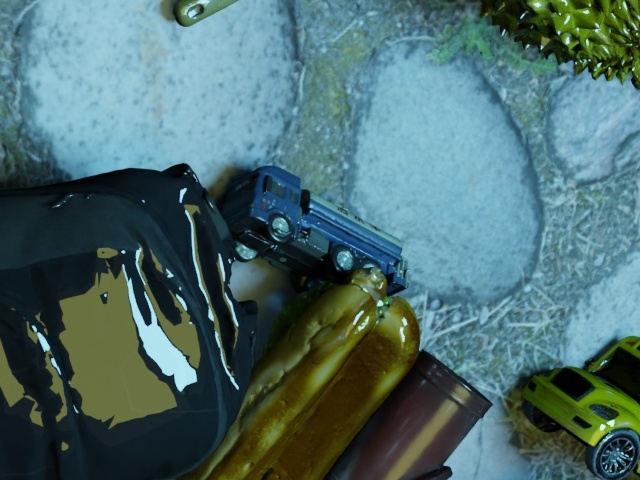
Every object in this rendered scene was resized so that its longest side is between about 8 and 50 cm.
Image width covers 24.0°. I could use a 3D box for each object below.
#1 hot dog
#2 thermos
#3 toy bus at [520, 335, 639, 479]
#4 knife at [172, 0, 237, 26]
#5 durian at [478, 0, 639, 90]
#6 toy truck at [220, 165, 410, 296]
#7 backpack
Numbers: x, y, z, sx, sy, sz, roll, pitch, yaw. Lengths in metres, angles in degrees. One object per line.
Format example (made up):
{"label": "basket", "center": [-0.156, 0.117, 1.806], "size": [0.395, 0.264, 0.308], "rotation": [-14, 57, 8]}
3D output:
{"label": "hot dog", "center": [-0.018, 0.152, 1.459], "size": [0.135, 0.100, 0.337], "rotation": [18, 122, -27]}
{"label": "thermos", "center": [0.067, 0.227, 1.557], "size": [0.124, 0.099, 0.232], "rotation": [40, 93, 9]}
{"label": "toy bus", "center": [0.380, 0.213, 1.649], "size": [0.331, 0.145, 0.151], "rotation": [32, 93, -30]}
{"label": "knife", "center": [-0.003, -0.265, 1.397], "size": [0.298, 0.017, 0.047], "rotation": [-31, 119, -14]}
{"label": "durian", "center": [0.240, -0.274, 1.368], "size": [0.258, 0.258, 0.293], "rotation": [-51, 139, 1]}
{"label": "toy truck", "center": [0.000, 0.000, 1.449], "size": [0.202, 0.074, 0.088], "rotation": [28, 56, -29]}
{"label": "backpack", "center": [-0.272, 0.103, 1.289], "size": [0.446, 0.255, 0.363], "rotation": [-12, 112, -3]}
